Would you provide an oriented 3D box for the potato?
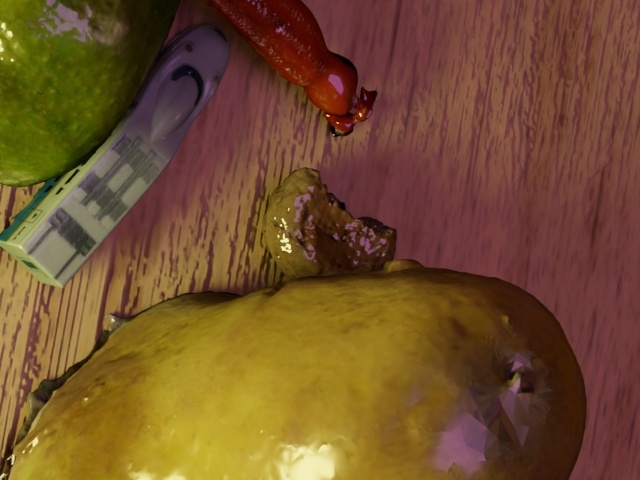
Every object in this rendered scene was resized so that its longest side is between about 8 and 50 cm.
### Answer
[{"bbox_3d":[-0.019,0.149,0.922,0.397,0.296,0.290,-18,85,-25],"label":"potato"}]

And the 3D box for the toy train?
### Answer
[{"bbox_3d":[-0.135,-0.070,1.008,0.234,0.051,0.052,-51,120,-17],"label":"toy train"}]

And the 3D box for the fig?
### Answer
[{"bbox_3d":[-0.214,-0.158,0.877,0.235,0.203,0.203,35,76,-20],"label":"fig"}]

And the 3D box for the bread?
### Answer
[{"bbox_3d":[0.000,0.000,1.089,0.113,0.060,0.082,39,74,-25],"label":"bread"}]

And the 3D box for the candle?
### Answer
[{"bbox_3d":[-0.061,-0.184,1.005,0.329,0.048,0.051,41,54,-42],"label":"candle"}]
